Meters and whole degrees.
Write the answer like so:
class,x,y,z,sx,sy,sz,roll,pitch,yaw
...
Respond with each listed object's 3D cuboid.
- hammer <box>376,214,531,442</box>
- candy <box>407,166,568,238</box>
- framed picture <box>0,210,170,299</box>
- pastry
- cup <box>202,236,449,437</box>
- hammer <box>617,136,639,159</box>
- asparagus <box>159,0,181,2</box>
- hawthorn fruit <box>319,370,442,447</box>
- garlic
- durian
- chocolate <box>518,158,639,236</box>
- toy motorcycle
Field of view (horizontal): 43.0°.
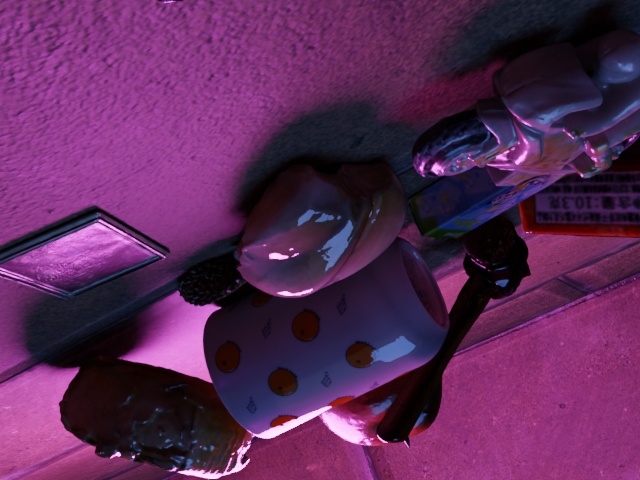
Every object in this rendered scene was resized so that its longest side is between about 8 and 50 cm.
class,x,y,z,sx,sy,sz,roll,pitch,yaw
hammer,0.220,0.161,1.347,0.409,0.095,0.242,-59,158,-9
candy,0.221,-0.070,1.067,0.194,0.062,0.097,-32,161,31
framed picture,-0.257,0.022,0.869,0.142,0.011,0.183,-23,163,6
pastry,-0.250,0.265,1.256,0.329,0.136,0.330,17,171,3
cup,0.015,0.131,1.191,0.317,0.212,0.212,-29,162,20
hammer,0.465,-0.132,1.201,0.083,0.043,0.043,-13,162,-29
asparagus,-0.053,-0.166,0.506,0.236,0.027,0.034,-11,156,-28
hawthorn fruit,0.102,0.256,1.504,0.267,0.301,0.268,-18,148,-12
garlic,0.000,0.000,0.950,0.217,0.110,0.228,-10,160,-42
durian,-0.127,0.053,1.050,0.130,0.052,0.066,-25,165,10
chocolate,0.417,-0.055,1.124,0.237,0.108,0.234,5,-179,37
toy motorcycle,0.264,-0.136,0.846,0.340,0.108,0.223,-5,154,-39
